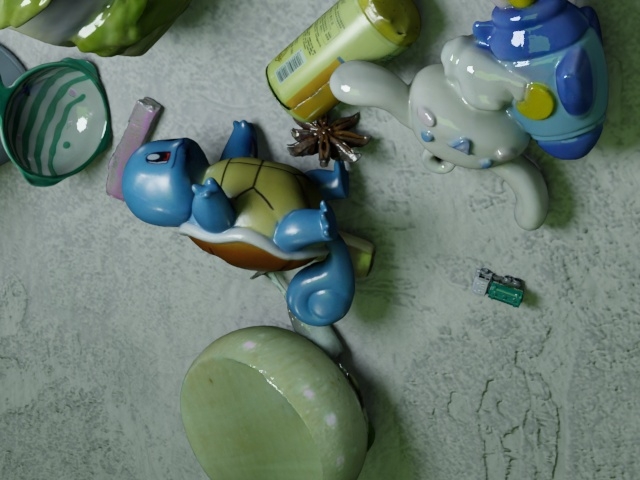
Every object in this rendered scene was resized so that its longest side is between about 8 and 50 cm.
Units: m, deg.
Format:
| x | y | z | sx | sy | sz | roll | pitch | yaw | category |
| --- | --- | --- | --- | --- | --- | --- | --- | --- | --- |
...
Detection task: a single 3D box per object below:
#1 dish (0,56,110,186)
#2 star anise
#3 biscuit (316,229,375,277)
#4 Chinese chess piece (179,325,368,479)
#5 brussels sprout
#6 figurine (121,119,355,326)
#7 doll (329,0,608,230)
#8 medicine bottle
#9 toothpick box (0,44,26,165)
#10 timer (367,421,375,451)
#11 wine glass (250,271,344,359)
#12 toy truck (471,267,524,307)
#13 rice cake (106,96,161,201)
| x | y | z | sx | sy | sz | roll | pitch | yaw | category |
| --- | --- | --- | --- | --- | --- | --- | --- | --- | --- |
| -0.464 | -0.207 | 1.768 | 0.078 | 0.246 | 0.224 | 23 | 91 | 43 | dish |
| 0.010 | -0.155 | 1.632 | 0.141 | 0.141 | 0.042 | 22 | 141 | 11 | star anise |
| 0.000 | 0.000 | 1.753 | 0.188 | 0.052 | 0.056 | 23 | 111 | 8 | biscuit |
| -0.080 | 0.313 | 1.841 | 0.349 | 0.146 | 0.349 | 20 | 124 | 33 | Chinese chess piece |
| -0.327 | -0.451 | 1.452 | 0.342 | 0.425 | 0.361 | 32 | 103 | 19 | brussels sprout |
| -0.087 | -0.050 | 1.638 | 0.416 | 0.298 | 0.243 | 34 | 124 | -11 | figurine |
| 0.255 | -0.201 | 1.442 | 0.376 | 0.187 | 0.365 | 18 | 136 | -31 | doll |
| 0.037 | -0.279 | 1.552 | 0.239 | 0.124 | 0.124 | -34 | 99 | 32 | medicine bottle |
| -0.647 | -0.190 | 1.746 | 0.263 | 0.354 | 0.263 | 10 | 119 | 18 | toothpick box |
| 0.024 | 0.354 | 1.928 | 0.128 | 0.047 | 0.140 | 33 | 124 | 5 | timer |
| -0.037 | 0.125 | 1.825 | 0.066 | 0.066 | 0.198 | -30 | 101 | 32 | wine glass |
| 0.277 | 0.076 | 1.678 | 0.083 | 0.044 | 0.039 | 19 | 119 | 13 | toy truck |
| -0.319 | -0.152 | 1.818 | 0.047 | 0.036 | 0.206 | 38 | 125 | 13 | rice cake |
